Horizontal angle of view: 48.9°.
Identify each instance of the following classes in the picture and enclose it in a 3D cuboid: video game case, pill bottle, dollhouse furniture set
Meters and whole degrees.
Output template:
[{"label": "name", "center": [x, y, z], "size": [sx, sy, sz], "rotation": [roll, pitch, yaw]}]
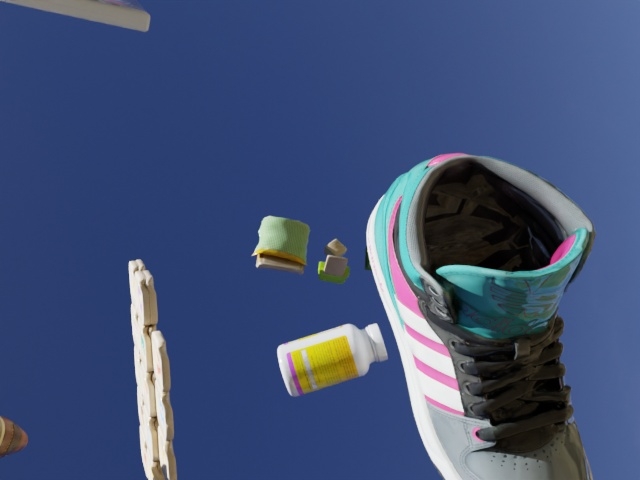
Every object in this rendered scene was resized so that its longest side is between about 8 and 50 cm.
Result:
[{"label": "video game case", "center": [-0.306, -0.283, 0.798], "size": [0.201, 0.183, 0.023], "rotation": [6, -68, -25]}, {"label": "pill bottle", "center": [0.010, 0.093, 0.564], "size": [0.043, 0.083, 0.044], "rotation": [-17, -90, -89]}, {"label": "dollhouse furniture set", "center": [0.000, 0.000, 0.818], "size": [0.151, 0.059, 0.076], "rotation": [10, -128, -4]}]

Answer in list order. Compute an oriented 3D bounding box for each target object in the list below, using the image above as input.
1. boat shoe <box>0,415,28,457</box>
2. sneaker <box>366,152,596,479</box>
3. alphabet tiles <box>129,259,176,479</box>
[{"label": "boat shoe", "center": [-0.415, 0.233, 0.816], "size": [0.060, 0.177, 0.064], "rotation": [39, -131, -52]}, {"label": "sneaker", "center": [0.124, 0.064, 0.464], "size": [0.123, 0.178, 0.296], "rotation": [-19, -107, -12]}, {"label": "alphabet tiles", "center": [-0.216, 0.173, 0.879], "size": [0.021, 0.278, 0.284], "rotation": [-5, -78, -21]}]
